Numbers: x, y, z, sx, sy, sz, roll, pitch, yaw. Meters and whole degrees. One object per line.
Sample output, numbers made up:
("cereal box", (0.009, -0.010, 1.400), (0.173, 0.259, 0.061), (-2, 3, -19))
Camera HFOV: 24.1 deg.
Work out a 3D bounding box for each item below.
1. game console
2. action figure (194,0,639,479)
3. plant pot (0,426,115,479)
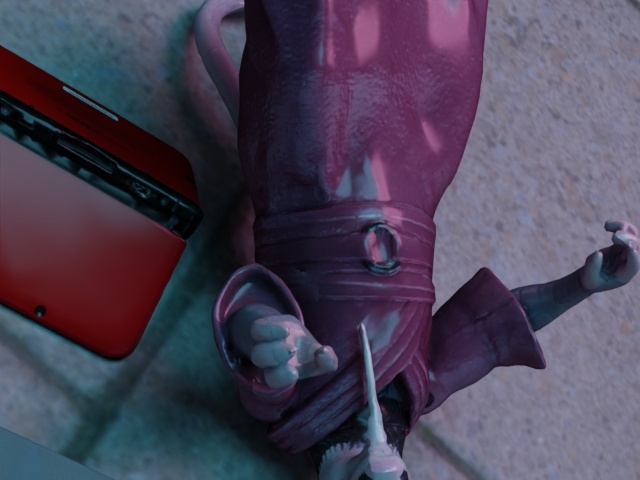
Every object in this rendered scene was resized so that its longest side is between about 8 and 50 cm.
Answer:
("game console", (-0.145, -0.025, 0.799), (0.144, 0.085, 0.124), (31, 16, -22))
("action figure", (0.000, 0.000, 0.806), (0.248, 0.275, 0.370), (8, 80, -38))
("plant pot", (-0.152, 0.189, 0.553), (0.165, 0.165, 0.234), (30, 40, -22))
